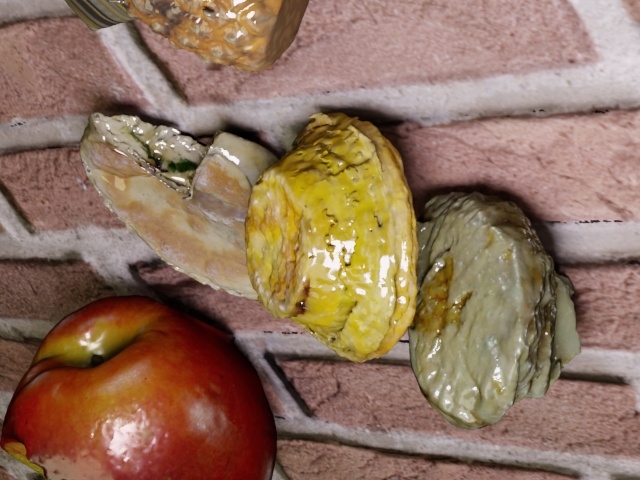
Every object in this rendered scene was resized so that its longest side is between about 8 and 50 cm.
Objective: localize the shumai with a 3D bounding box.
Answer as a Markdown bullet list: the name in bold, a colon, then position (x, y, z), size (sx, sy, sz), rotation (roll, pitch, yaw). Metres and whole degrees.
- **shumai**: position (0.200, 0.078, 1.668), size (0.189, 0.256, 0.218), rotation (-24, 151, 35)

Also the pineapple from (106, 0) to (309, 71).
- **pineapple**: position (-0.180, -0.282, 1.514), size (0.340, 0.169, 0.169), rotation (20, 147, 6)

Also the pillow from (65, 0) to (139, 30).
- **pillow**: position (-0.250, -0.308, 1.675), size (0.212, 0.052, 0.208), rotation (-3, 139, 46)

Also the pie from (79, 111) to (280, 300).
- **pie**: position (-0.148, -0.046, 1.924), size (0.337, 0.075, 0.337), rotation (23, 150, 14)

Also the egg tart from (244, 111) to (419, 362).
- **egg tart**: position (0.000, 0.000, 1.674), size (0.294, 0.123, 0.294), rotation (22, 115, 60)

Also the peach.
- **peach**: position (-0.231, 0.244, 2.155), size (0.335, 0.310, 0.406), rotation (12, 160, 49)
